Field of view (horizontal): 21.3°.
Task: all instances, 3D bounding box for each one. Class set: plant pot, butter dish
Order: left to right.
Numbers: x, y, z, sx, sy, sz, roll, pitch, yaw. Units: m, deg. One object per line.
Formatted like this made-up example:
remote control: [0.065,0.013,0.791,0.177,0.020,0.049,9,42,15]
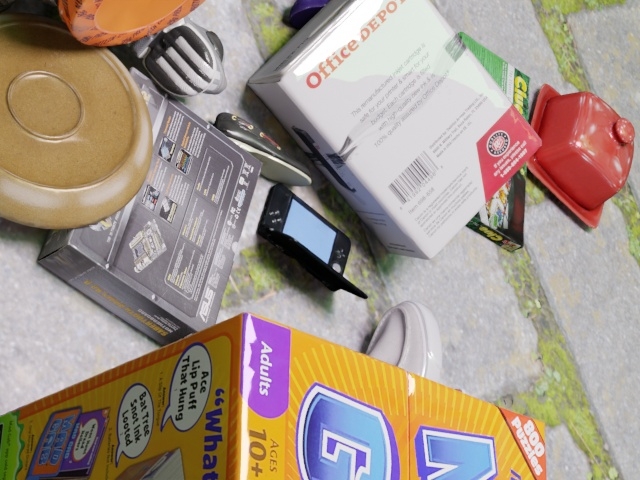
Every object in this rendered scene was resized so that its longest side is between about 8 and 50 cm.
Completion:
plant pot: [-0.263,-0.122,1.606,0.236,0.032,0.236,14,56,-22]
butter dish: [0.360,-0.126,2.235,0.160,0.118,0.160,40,47,-25]

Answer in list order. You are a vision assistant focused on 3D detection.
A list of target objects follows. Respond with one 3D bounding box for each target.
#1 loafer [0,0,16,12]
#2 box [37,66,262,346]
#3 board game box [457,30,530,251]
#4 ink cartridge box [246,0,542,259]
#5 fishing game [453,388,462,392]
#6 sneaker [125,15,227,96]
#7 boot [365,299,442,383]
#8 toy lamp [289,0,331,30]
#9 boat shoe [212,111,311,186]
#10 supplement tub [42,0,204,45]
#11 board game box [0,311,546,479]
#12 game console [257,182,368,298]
loafer: [-0.299,-0.262,1.678,0.045,0.039,0.125,57,42,-11]
box: [-0.164,-0.030,1.696,0.183,0.056,0.231,35,50,-28]
board game box: [0.209,-0.126,2.148,0.136,0.030,0.259,28,54,-32]
ink cartridge box: [0.082,-0.144,1.904,0.197,0.114,0.273,-45,109,-14]
fishing game: [0.141,0.283,1.879,0.189,0.041,0.264,8,65,-46]
sneaker: [-0.176,-0.234,1.780,0.228,0.086,0.132,54,11,12]
boot: [0.047,0.163,1.791,0.123,0.095,0.258,29,57,-33]
toy lamp: [-0.012,-0.382,2.005,0.080,0.080,0.274,14,65,-42]
boat shoe: [-0.061,-0.097,1.839,0.133,0.049,0.042,27,62,-30]
supplement tub: [-0.234,-0.369,1.628,0.207,0.207,0.338,-12,69,-48]
board game box: [-0.052,0.317,1.423,0.356,0.356,0.356,23,57,-38]
game console: [0.000,0.000,1.840,0.122,0.071,0.107,39,48,-28]
